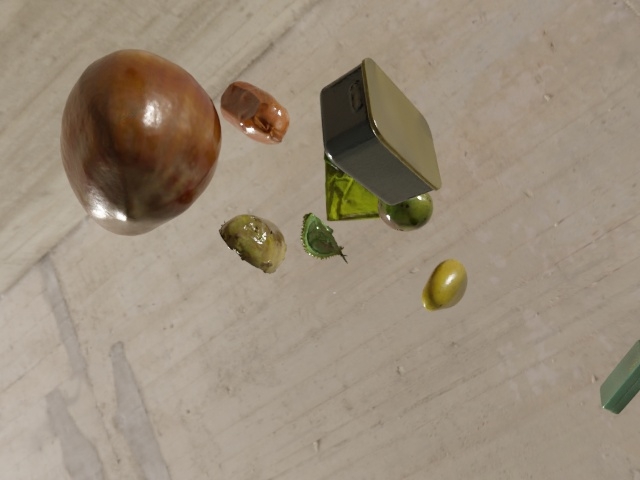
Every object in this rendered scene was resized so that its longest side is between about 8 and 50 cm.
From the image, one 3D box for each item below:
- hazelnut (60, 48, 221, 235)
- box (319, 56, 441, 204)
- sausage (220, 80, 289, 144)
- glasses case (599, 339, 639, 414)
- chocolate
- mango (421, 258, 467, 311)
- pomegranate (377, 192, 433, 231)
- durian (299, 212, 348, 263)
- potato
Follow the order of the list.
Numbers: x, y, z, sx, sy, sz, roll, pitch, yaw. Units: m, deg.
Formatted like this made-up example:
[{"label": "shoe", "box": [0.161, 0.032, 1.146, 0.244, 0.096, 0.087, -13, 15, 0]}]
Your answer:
[{"label": "hazelnut", "box": [-0.367, -0.196, 1.034, 0.365, 0.365, 0.366, -3, -96, 23]}, {"label": "box", "box": [0.088, -0.149, 0.740, 0.090, 0.201, 0.145, -22, -121, 32]}, {"label": "sausage", "box": [-0.166, -0.325, 1.290, 0.258, 0.133, 0.133, 39, -79, 43]}, {"label": "glasses case", "box": [0.720, 0.320, 1.180, 0.039, 0.078, 0.184, 22, -54, 12]}, {"label": "chocolate", "box": [0.166, -0.199, 1.511, 0.300, 0.137, 0.289, -3, -96, 10]}, {"label": "mango", "box": [0.259, 0.098, 1.057, 0.076, 0.161, 0.103, 22, -61, 27]}, {"label": "pomegranate", "box": [0.194, -0.081, 1.146, 0.130, 0.130, 0.131, -3, -96, 23]}, {"label": "durian", "box": [0.000, 0.000, 1.501, 0.100, 0.215, 0.086, -10, -137, 36]}, {"label": "potato", "box": [-0.136, -0.012, 1.108, 0.164, 0.200, 0.081, 44, -82, 4]}]
